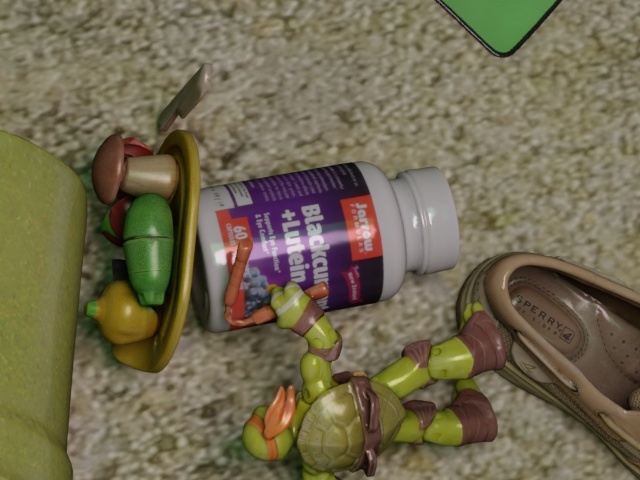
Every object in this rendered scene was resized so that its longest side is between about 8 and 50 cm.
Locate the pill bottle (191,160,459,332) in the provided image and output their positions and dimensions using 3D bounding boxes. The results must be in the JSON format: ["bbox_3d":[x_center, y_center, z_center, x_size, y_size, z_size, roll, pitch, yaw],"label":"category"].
[{"bbox_3d":[0.000,0.000,1.478,0.193,0.108,0.108,-11,83,-12],"label":"pill bottle"}]

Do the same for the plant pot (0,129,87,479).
[{"bbox_3d":[-0.272,0.062,1.359,0.276,0.276,0.254,14,67,-8],"label":"plant pot"}]

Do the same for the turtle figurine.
[{"bbox_3d":[0.028,0.112,1.438,0.217,0.087,0.269,-14,112,-24],"label":"turtle figurine"}]

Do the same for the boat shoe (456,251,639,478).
[{"bbox_3d":[0.263,0.117,1.508,0.341,0.110,0.122,27,77,-5],"label":"boat shoe"}]

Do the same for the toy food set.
[{"bbox_3d":[-0.138,-0.016,1.441,0.071,0.128,0.218,9,78,-20],"label":"toy food set"}]

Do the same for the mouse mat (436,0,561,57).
[{"bbox_3d":[0.126,-0.257,1.598,0.189,0.007,0.152,43,76,-3],"label":"mouse mat"}]
